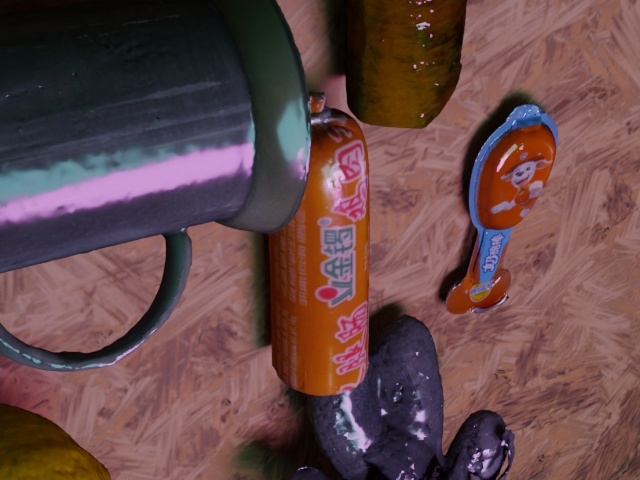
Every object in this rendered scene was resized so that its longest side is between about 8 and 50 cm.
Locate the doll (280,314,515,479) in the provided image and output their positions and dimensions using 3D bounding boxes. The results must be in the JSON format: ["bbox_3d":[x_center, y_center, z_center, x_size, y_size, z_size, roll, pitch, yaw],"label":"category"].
[{"bbox_3d":[0.082,0.253,1.467,0.246,0.158,0.340,-10,102,-18],"label":"doll"}]

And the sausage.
[{"bbox_3d":[0.000,0.000,1.321,0.093,0.093,0.312,-22,135,-24],"label":"sausage"}]

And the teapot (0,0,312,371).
[{"bbox_3d":[-0.191,-0.043,1.025,0.337,0.200,0.270,-14,95,-28],"label":"teapot"}]

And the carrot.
[{"bbox_3d":[0.070,-0.222,1.160,0.114,0.114,0.302,-26,144,-20],"label":"carrot"}]

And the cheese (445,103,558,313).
[{"bbox_3d":[0.180,-0.026,1.488,0.106,0.037,0.256,-13,130,-30],"label":"cheese"}]

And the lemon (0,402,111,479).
[{"bbox_3d":[-0.299,0.247,1.181,0.263,0.236,0.236,-57,144,-23],"label":"lemon"}]
